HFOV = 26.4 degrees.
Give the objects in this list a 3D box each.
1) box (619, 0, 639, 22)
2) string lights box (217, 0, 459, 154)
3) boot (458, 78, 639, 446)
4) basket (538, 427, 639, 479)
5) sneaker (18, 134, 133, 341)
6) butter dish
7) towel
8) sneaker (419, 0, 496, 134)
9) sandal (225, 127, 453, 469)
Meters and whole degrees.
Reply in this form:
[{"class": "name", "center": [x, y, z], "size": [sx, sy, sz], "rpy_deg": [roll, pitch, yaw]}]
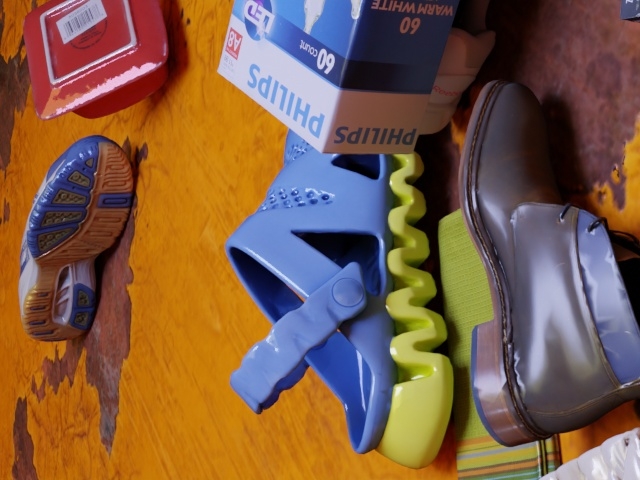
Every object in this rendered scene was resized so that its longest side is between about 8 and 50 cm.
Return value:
[{"class": "box", "center": [0.188, -0.159, 0.716], "size": [0.067, 0.018, 0.083], "rpy_deg": [3, 89, 64]}, {"class": "string lights box", "center": [0.028, -0.196, 0.822], "size": [0.133, 0.077, 0.259], "rpy_deg": [40, 123, 45]}, {"class": "boot", "center": [0.141, 0.000, 0.755], "size": [0.106, 0.082, 0.219], "rpy_deg": [-18, 64, 39]}, {"class": "basket", "center": [0.166, 0.171, 0.613], "size": [0.113, 0.103, 0.167], "rpy_deg": [-46, 45, 51]}, {"class": "sneaker", "center": [-0.302, -0.021, 1.585], "size": [0.296, 0.112, 0.131], "rpy_deg": [-64, 33, 36]}, {"class": "butter dish", "center": [-0.220, -0.193, 1.452], "size": [0.160, 0.118, 0.160], "rpy_deg": [-24, 57, 13]}, {"class": "towel", "center": [0.105, 0.088, 0.843], "size": [0.102, 0.021, 0.237], "rpy_deg": [-30, 59, 58]}, {"class": "sneaker", "center": [0.068, -0.193, 0.910], "size": [0.115, 0.090, 0.232], "rpy_deg": [-40, 60, 47]}, {"class": "sandal", "center": [0.000, 0.000, 0.928], "size": [0.126, 0.138, 0.317], "rpy_deg": [111, 155, -58]}]
